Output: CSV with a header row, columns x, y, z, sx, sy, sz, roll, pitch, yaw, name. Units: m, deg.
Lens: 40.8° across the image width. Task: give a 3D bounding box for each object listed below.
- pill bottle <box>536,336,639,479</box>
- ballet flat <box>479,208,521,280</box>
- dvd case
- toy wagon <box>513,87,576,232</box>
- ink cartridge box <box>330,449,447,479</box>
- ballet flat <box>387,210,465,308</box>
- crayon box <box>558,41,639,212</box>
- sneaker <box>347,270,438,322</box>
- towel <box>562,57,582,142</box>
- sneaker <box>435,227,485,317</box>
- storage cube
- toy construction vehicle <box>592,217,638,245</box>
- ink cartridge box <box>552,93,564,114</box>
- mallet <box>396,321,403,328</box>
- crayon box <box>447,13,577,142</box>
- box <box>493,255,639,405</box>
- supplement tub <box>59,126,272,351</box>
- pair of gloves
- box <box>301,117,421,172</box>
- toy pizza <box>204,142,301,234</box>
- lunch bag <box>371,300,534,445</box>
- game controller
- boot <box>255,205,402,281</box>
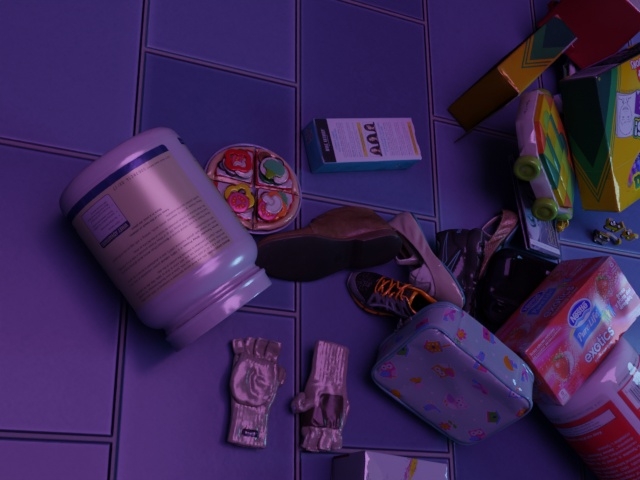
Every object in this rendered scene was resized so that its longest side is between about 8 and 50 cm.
x,y,z,sx,sy,sz,roll,pitch,yaw,name
0.653,0.411,1.777,0.408,0.229,0.229,50,58,-3,pill bottle
0.374,0.006,1.889,0.067,0.073,0.206,30,54,17,ballet flat
0.487,-0.074,1.954,0.164,0.018,0.221,15,63,-51,dvd case
0.511,-0.164,1.916,0.344,0.068,0.267,58,37,-32,toy wagon
0.122,0.457,1.545,0.176,0.128,0.127,16,65,-23,ink cartridge box
0.198,0.049,1.734,0.086,0.086,0.248,-9,53,-30,ballet flat
0.722,-0.274,2.015,0.363,0.106,0.313,-28,109,-36,crayon box
0.154,0.111,1.693,0.214,0.083,0.084,25,59,10,sneaker
0.738,-0.308,2.181,0.324,0.038,0.248,18,64,-27,towel
0.274,0.103,1.788,0.106,0.101,0.267,7,78,17,sneaker
0.685,-0.558,2.133,0.215,0.193,0.183,45,37,1,storage cube
0.695,-0.021,2.043,0.098,0.086,0.035,17,58,-20,toy construction vehicle
0.570,-0.327,2.124,0.083,0.028,0.048,-21,83,-32,ink cartridge box
0.242,0.206,1.720,0.189,0.039,0.062,22,60,5,mallet
0.424,-0.368,1.961,0.081,0.202,0.318,49,57,-3,crayon box
0.489,0.178,1.744,0.300,0.154,0.142,-42,103,-23,box
-0.255,0.000,1.455,0.235,0.235,0.325,-36,90,-32,supplement tub
-0.056,0.280,1.570,0.240,0.042,0.204,8,72,-23,pair of gloves
0.089,-0.201,1.809,0.244,0.060,0.101,-5,74,-29,box
-0.127,-0.106,1.664,0.201,0.032,0.201,11,60,-19,toy pizza
0.243,0.254,1.633,0.279,0.224,0.108,39,39,-9,lunch bag
0.485,0.127,1.868,0.319,0.067,0.167,17,79,-26,game controller
0.000,0.000,1.689,0.305,0.112,0.115,-6,44,-24,boot
